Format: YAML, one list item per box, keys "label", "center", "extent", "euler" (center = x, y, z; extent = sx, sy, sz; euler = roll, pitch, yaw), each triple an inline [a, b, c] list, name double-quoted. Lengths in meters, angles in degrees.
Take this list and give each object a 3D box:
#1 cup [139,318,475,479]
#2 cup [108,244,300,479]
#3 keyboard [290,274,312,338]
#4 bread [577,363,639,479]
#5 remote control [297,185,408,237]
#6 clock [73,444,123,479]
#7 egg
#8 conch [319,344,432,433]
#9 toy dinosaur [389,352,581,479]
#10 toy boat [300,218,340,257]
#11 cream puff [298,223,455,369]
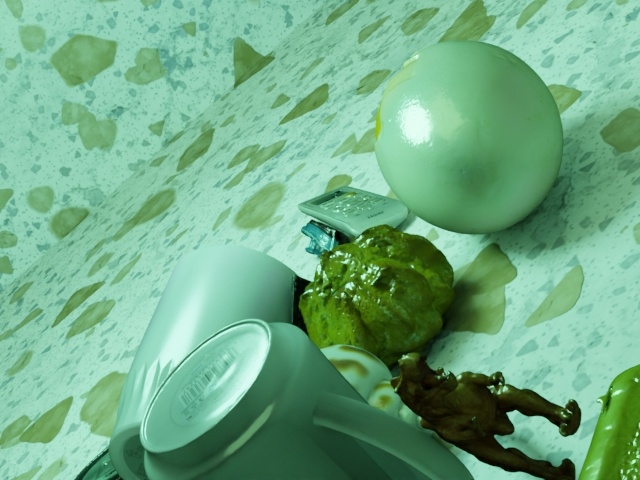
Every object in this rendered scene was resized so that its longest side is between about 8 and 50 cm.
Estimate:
- label: "cup"
  center: [0.000, 0.258, 1.360]
  extent: [0.323, 0.327, 0.237]
  euler: [-19, 31, 40]
- label: "cup"
  center: [-0.163, 0.203, 1.831]
  extent: [0.253, 0.253, 0.371]
  euler: [-25, 28, 35]
- label: "keyboard"
  center: [-0.025, 0.156, 1.815]
  extent: [0.013, 0.061, 0.204]
  euler: [-13, 66, 37]
- label: "bread"
  center: [0.313, 0.264, 1.120]
  extent: [0.166, 0.112, 0.383]
  euler: [-17, 31, 42]
- label: "remote control"
  center: [0.058, -0.047, 2.195]
  extent: [0.109, 0.055, 0.313]
  euler: [-23, 16, -15]
- label: "clock"
  center: [-0.330, 0.380, 2.002]
  extent: [0.215, 0.042, 0.215]
  euler: [-34, 12, 8]
- label: "egg"
  center: [0.224, -0.148, 1.810]
  extent: [0.283, 0.283, 0.345]
  euler: [-35, 27, 16]
- label: "conch"
  center: [0.031, 0.230, 1.597]
  extent: [0.148, 0.183, 0.275]
  euler: [-1, 0, -28]
- label: "toy dinosaur"
  center: [0.195, 0.206, 1.340]
  extent: [0.208, 0.432, 0.097]
  euler: [19, 78, 21]
- label: "toy boat"
  center: [0.000, 0.000, 2.203]
  extent: [0.137, 0.060, 0.061]
  euler: [25, 94, 65]
- label: "cream puff"
  center: [0.080, 0.090, 1.768]
  extent: [0.244, 0.196, 0.244]
  euler: [-30, -6, -3]
